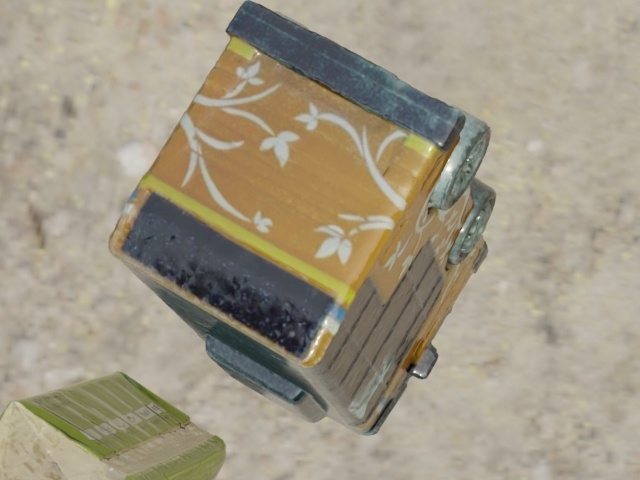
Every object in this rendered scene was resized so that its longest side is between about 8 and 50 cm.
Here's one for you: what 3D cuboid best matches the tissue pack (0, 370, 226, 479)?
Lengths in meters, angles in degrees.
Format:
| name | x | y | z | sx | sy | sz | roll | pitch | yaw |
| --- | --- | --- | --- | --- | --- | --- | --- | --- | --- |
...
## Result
| name | x | y | z | sx | sy | sz | roll | pitch | yaw |
| --- | --- | --- | --- | --- | --- | --- | --- | --- | --- |
| tissue pack | -0.228 | 0.255 | 1.819 | 0.167 | 0.274 | 0.200 | 32 | 99 | 9 |

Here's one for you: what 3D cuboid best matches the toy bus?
| name | x | y | z | sx | sy | sz | roll | pitch | yaw |
| --- | --- | --- | --- | --- | --- | --- | --- | --- | --- |
| toy bus | 0.000 | 0.000 | 1.208 | 0.162 | 0.323 | 0.194 | 29 | 81 | 13 |
